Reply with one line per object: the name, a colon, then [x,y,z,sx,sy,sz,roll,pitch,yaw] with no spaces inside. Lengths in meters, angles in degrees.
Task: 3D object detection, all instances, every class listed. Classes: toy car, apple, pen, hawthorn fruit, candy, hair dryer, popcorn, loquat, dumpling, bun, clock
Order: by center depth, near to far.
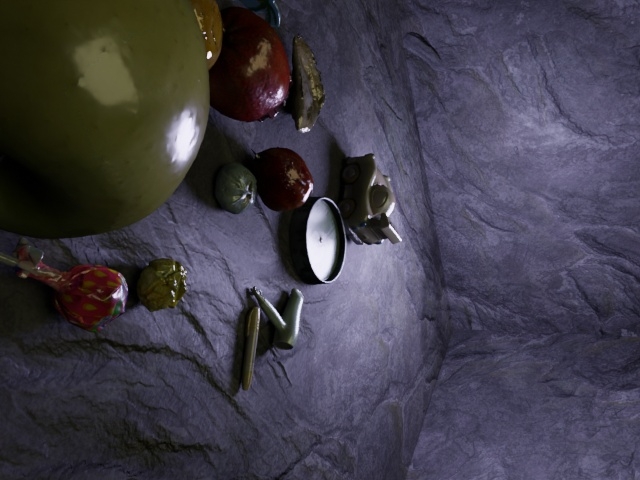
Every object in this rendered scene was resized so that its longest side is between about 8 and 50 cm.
apple: [-0.374,-0.236,0.710,0.474,0.474,0.473,9,79,-61]
candy: [-0.492,0.049,0.831,0.365,0.124,0.124,36,56,-42]
loquat: [-0.318,-0.445,1.039,0.235,0.235,0.235,9,79,-61]
popcorn: [-0.339,0.095,1.084,0.121,0.106,0.116,-34,108,-58]
hawthorn fruit: [-0.198,-0.428,1.282,0.300,0.254,0.254,54,40,-70]
bun: [-0.220,-0.142,1.348,0.141,0.083,0.140,-1,90,-64]
pen: [-0.201,0.303,1.401,0.040,0.032,0.233,17,72,-36]
hawthorn fruit: [-0.123,-0.194,1.441,0.235,0.181,0.181,51,45,-47]
hair dryer: [-0.136,0.195,1.519,0.237,0.075,0.206,51,37,-37]
dumpling: [-0.057,-0.509,1.679,0.166,0.086,0.332,13,76,-60]
clock: [-0.001,-0.001,1.764,0.319,0.066,0.318,13,76,-61]
toy car: [0.215,-0.164,2.010,0.242,0.226,0.336,42,53,-53]

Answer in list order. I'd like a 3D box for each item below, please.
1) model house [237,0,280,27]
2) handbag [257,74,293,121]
model house: [-0.180,-0.740,1.221,0.340,0.324,0.300,46,50,-51]
handbag: [-0.166,-0.494,1.491,0.216,0.074,0.203,61,39,-40]
